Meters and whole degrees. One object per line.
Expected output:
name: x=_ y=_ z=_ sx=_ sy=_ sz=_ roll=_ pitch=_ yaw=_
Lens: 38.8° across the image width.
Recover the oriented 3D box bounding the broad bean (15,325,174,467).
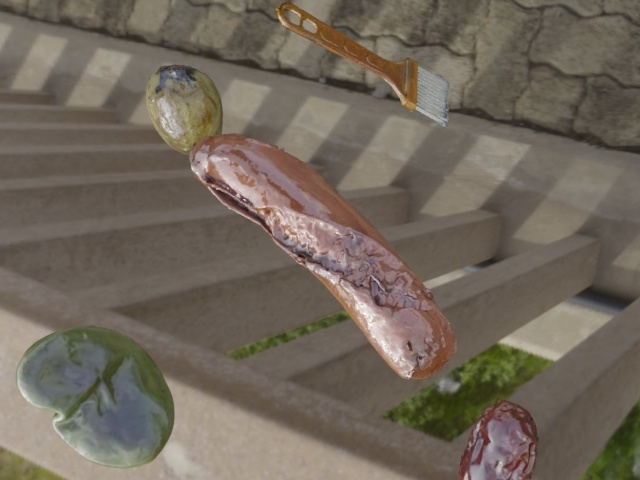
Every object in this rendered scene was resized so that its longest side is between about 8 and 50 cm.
broad bean: x=-0.276 y=0.189 z=1.134 sx=0.207 sy=0.072 sz=0.153 roll=35 pitch=81 yaw=-15

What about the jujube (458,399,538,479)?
jujube: x=0.184 y=0.227 z=0.947 sx=0.077 sy=0.077 sz=0.129 roll=19 pitch=112 yaw=27

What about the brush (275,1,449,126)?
brush: x=0.067 y=-0.262 z=1.319 sx=0.017 sy=0.315 sz=0.090 roll=-33 pitch=43 yaw=46

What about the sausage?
sausage: x=0.002 y=-0.001 z=0.862 sx=0.326 sy=0.079 sz=0.087 roll=44 pitch=109 yaw=14

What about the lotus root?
lotus root: x=-0.241 y=-0.229 z=1.667 sx=0.139 sy=0.138 sz=0.214 roll=8 pitch=137 yaw=29
